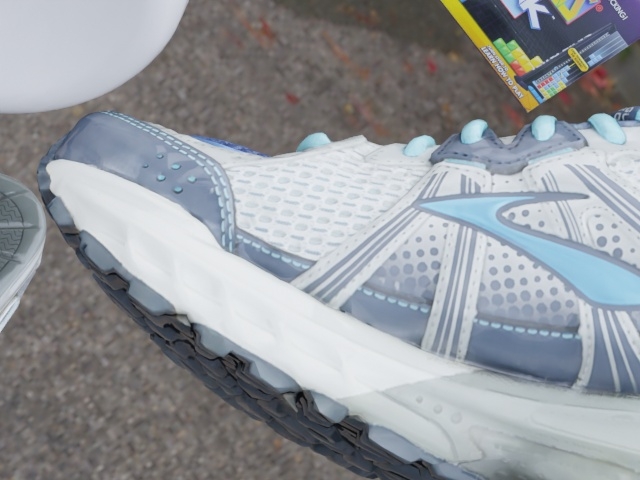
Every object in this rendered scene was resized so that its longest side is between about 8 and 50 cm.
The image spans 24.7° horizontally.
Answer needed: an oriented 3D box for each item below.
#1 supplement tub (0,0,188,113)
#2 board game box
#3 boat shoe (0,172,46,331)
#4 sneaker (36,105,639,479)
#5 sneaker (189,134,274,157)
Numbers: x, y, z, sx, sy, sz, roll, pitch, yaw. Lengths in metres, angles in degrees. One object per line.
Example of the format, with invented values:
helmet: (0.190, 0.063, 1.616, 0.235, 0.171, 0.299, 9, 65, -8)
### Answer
supplement tub: (-0.178, -0.264, 0.900, 0.241, 0.241, 0.331, 38, 37, -27)
board game box: (0.174, -0.210, 1.170, 0.170, 0.141, 0.048, 49, 26, -15)
boat shoe: (-0.306, 0.091, 1.006, 0.118, 0.103, 0.320, 33, 68, 10)
sneaker: (0.059, 0.016, 0.395, 0.283, 0.122, 0.110, 23, -15, 16)
sneaker: (0.000, 0.000, 1.056, 0.232, 0.090, 0.081, 19, 6, 1)
